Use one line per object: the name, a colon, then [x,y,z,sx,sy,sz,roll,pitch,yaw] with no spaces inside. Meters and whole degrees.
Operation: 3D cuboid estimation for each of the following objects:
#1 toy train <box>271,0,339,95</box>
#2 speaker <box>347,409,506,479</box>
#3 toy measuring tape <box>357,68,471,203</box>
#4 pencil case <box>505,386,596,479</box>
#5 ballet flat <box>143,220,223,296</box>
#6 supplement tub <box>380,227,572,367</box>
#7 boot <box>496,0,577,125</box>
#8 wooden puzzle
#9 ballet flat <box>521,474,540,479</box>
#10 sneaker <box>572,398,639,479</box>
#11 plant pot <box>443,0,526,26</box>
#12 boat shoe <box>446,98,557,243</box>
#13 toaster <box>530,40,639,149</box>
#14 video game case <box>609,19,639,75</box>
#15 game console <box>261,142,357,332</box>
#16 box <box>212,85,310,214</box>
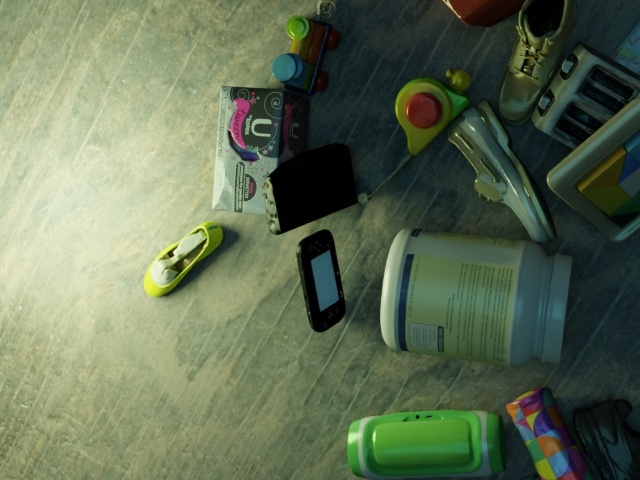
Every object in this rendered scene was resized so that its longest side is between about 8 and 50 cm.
toy train: [-0.027,-0.421,1.822,0.105,0.143,0.248,17,97,15]
speaker: [0.209,0.402,1.795,0.296,0.131,0.131,-6,90,17]
toy measuring tape: [0.161,-0.220,1.797,0.330,0.121,0.121,-45,80,22]
pencil case: [0.439,0.396,1.723,0.104,0.104,0.236,-28,73,15]
ballet flat: [-0.306,0.039,1.956,0.231,0.077,0.077,-40,82,14]
supplement tub: [0.292,0.107,1.703,0.324,0.235,0.236,7,94,16]
boot: [0.389,-0.342,1.672,0.095,0.203,0.262,29,100,13]
wooden puzzle: [0.554,-0.114,1.635,0.238,0.044,0.221,34,114,-33]
ballet flat: [0.436,0.475,1.775,0.114,0.041,0.041,-12,89,17]
sneaker: [0.579,0.430,1.702,0.130,0.109,0.286,-25,87,10]
plant pot: [0.312,-0.538,1.674,0.267,0.267,0.236,49,116,10]
boat shoe: [0.346,-0.117,1.749,0.103,0.113,0.302,-30,73,16]
toaster: [0.498,-0.243,1.662,0.185,0.110,0.168,31,113,1]
video game case: [0.645,-0.305,1.693,0.212,0.023,0.193,40,102,12]
game console: [0.000,0.000,1.824,0.044,0.213,0.361,9,115,47]
box: [-0.117,-0.177,1.847,0.142,0.163,0.247,5,94,18]
